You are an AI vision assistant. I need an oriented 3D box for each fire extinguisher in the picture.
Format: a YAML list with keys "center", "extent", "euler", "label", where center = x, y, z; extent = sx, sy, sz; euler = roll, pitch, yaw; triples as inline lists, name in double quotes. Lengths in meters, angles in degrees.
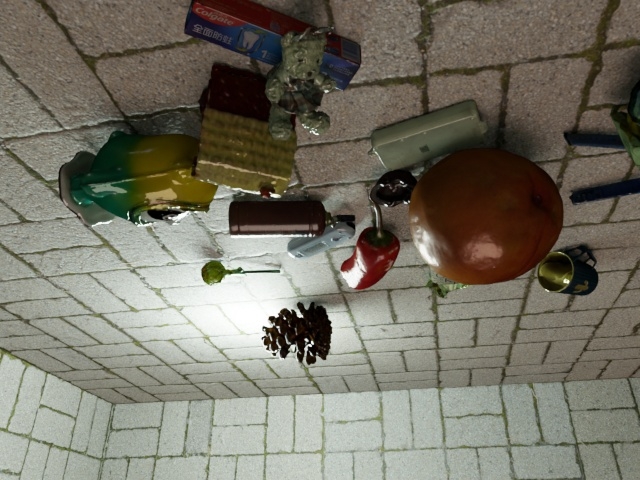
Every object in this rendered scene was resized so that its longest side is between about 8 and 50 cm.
- center: [-0.073, -0.060, 1.505]
  extent: [0.344, 0.102, 0.138]
  euler: [-1, -178, 0]
  label: "fire extinguisher"

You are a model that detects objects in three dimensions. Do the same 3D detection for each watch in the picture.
- center: [0.737, -0.196, 1.304]
  extent: [0.275, 0.068, 0.276]
  euler: [-8, 149, 23]
  label: "watch"

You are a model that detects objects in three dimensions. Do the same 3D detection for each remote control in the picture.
- center: [0.000, 0.000, 1.640]
  extent: [0.244, 0.047, 0.087]
  euler: [-25, 138, 33]
  label: "remote control"

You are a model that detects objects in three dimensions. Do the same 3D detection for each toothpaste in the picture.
- center: [-0.082, -0.369, 1.002]
  extent: [0.321, 0.066, 0.076]
  euler: [15, 146, -22]
  label: "toothpaste"

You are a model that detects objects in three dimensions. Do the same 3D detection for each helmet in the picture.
- center: [0.189, -0.138, 1.383]
  extent: [0.123, 0.070, 0.098]
  euler: [-1, 144, 15]
  label: "helmet"

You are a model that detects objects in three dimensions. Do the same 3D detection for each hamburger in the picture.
- center: [0.693, -0.234, 1.110]
  extent: [0.276, 0.260, 0.150]
  euler: [52, 157, -14]
  label: "hamburger"

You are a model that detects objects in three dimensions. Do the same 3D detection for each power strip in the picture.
- center: [0.244, -0.233, 1.247]
  extent: [0.271, 0.046, 0.118]
  euler: [-15, 149, 21]
  label: "power strip"

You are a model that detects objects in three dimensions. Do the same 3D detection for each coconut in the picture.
- center: [0.434, 0.147, 1.877]
  extent: [0.158, 0.055, 0.133]
  euler: [3, 150, -2]
  label: "coconut"

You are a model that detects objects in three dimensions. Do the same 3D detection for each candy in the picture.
- center: [-0.264, 0.106, 1.814]
  extent: [0.262, 0.073, 0.077]
  euler: [-1, 123, -12]
  label: "candy"

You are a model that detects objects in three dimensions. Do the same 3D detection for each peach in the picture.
- center: [0.385, -0.056, 1.265]
  extent: [0.343, 0.342, 0.302]
  euler: [23, 165, -33]
  label: "peach"

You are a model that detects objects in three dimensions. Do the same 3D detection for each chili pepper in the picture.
- center: [0.167, 0.030, 1.611]
  extent: [0.135, 0.131, 0.338]
  euler: [-1, 149, -17]
  label: "chili pepper"

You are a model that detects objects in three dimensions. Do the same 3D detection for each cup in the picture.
- center: [0.811, 0.098, 1.747]
  extent: [0.155, 0.131, 0.176]
  euler: [15, 121, -31]
  label: "cup"

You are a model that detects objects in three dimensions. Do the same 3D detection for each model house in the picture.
- center: [-0.154, -0.203, 1.102]
  extent: [0.196, 0.253, 0.160]
  euler: [10, 144, -18]
  label: "model house"

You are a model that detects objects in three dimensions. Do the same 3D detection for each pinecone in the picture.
- center: [-0.091, 0.359, 2.066]
  extent: [0.292, 0.246, 0.246]
  euler: [-12, 147, 23]
  label: "pinecone"

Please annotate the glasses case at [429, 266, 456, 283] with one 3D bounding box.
- center: [0.398, 0.042, 1.670]
  extent: [0.137, 0.085, 0.354]
  euler: [-6, 149, 12]
  label: "glasses case"

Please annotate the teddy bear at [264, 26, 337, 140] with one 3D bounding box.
- center: [-0.038, -0.294, 0.986]
  extent: [0.133, 0.111, 0.213]
  euler: [-10, 130, -24]
  label: "teddy bear"

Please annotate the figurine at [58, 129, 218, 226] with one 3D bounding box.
- center: [-0.391, -0.144, 1.239]
  extent: [0.340, 0.231, 0.324]
  euler: [-7, -173, 16]
  label: "figurine"
